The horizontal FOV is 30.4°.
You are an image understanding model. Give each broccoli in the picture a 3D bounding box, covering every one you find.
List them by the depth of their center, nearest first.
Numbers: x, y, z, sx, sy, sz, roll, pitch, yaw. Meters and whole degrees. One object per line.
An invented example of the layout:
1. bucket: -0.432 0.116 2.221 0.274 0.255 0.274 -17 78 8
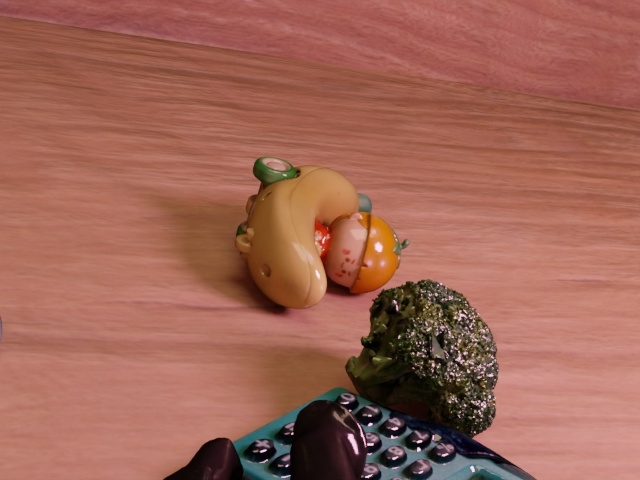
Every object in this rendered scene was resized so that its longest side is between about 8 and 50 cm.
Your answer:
1. broccoli: 0.116 0.130 1.261 0.156 0.195 0.195 -29 35 -11

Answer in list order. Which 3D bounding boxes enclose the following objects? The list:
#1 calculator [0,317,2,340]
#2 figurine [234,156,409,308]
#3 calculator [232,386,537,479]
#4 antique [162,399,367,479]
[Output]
1. calculator: -0.423 0.067 1.197 0.184 0.042 0.295 2 23 -30
2. figurine: 0.000 0.000 1.558 0.222 0.124 0.324 16 24 -6
3. calculator: 0.059 0.227 1.099 0.274 0.058 0.248 25 22 27
4. antique: 0.016 0.252 0.776 0.322 0.185 0.255 34 21 14
